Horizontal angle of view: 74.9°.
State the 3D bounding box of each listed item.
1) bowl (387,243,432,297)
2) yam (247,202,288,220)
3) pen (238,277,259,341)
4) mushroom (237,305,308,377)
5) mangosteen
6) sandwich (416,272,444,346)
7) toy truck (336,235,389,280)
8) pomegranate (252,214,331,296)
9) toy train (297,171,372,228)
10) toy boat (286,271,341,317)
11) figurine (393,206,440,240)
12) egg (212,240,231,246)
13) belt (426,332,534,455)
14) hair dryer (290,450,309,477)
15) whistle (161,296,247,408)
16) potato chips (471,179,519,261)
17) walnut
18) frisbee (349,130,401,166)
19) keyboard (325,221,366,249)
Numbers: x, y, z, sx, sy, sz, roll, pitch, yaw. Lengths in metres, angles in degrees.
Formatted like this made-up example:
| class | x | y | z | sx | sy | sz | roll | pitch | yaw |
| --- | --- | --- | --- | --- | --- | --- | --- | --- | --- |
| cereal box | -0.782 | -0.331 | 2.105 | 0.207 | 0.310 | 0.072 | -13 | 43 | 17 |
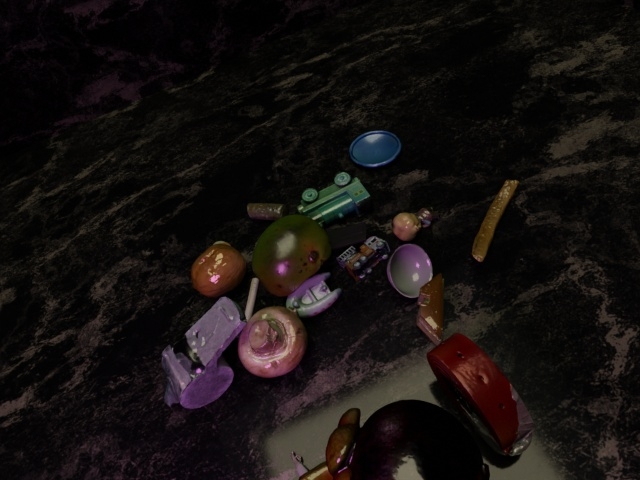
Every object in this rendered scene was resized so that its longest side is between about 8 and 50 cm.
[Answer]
| class | x | y | z | sx | sy | sz | roll | pitch | yaw |
| --- | --- | --- | --- | --- | --- | --- | --- | --- | --- |
| bowl | 0.296 | 0.108 | 1.479 | 0.189 | 0.189 | 0.086 | -53 | 17 | -23 |
| yam | -0.236 | -0.127 | 1.842 | 0.180 | 0.078 | 0.078 | 4 | 55 | 19 |
| pen | -0.269 | 0.259 | 1.583 | 0.033 | 0.033 | 0.268 | -4 | 53 | 13 |
| mushroom | -0.162 | 0.331 | 1.406 | 0.255 | 0.184 | 0.254 | -16 | 52 | 22 |
| mangosteen | 0.179 | 0.580 | 1.009 | 0.436 | 0.382 | 0.381 | -8 | 50 | 30 |
| sandwich | 0.365 | 0.223 | 1.389 | 0.089 | 0.090 | 0.244 | 3 | 54 | 15 |
| toy truck | 0.165 | 0.056 | 1.585 | 0.178 | 0.080 | 0.115 | -38 | 43 | -12 |
| pomegranate | -0.145 | 0.031 | 1.549 | 0.359 | 0.216 | 0.309 | 9 | 53 | 48 |
| toy train | 0.057 | -0.157 | 1.755 | 0.298 | 0.120 | 0.194 | -27 | 56 | -5 |
| toy boat | -0.030 | 0.199 | 1.509 | 0.208 | 0.079 | 0.134 | -29 | 75 | -9 |
| figurine | 0.368 | -0.073 | 1.623 | 0.196 | 0.108 | 0.114 | -24 | 59 | -25 |
| egg | -0.415 | 0.037 | 1.771 | 0.084 | 0.071 | 0.071 | -3 | 53 | 10 |
| belt | 0.433 | 0.416 | 1.139 | 0.115 | 0.227 | 0.323 | -32 | 71 | -8 |
| hair dryer | 0.006 | 0.665 | 1.188 | 0.237 | 0.075 | 0.206 | 25 | 57 | 39 |
| whistle | -0.387 | 0.371 | 1.361 | 0.188 | 0.404 | 0.168 | -4 | 36 | -43 |
| potato chips | 0.634 | -0.069 | 1.544 | 0.057 | 0.080 | 0.406 | 29 | 63 | 14 |
| walnut | -0.401 | 0.119 | 1.633 | 0.222 | 0.195 | 0.195 | -36 | 52 | -10 |
| frisbee | 0.255 | -0.419 | 1.940 | 0.242 | 0.045 | 0.242 | -8 | 51 | 10 |
| keyboard | 0.005 | 0.008 | 1.673 | 0.382 | 0.041 | 0.103 | -11 | 49 | 20 |
